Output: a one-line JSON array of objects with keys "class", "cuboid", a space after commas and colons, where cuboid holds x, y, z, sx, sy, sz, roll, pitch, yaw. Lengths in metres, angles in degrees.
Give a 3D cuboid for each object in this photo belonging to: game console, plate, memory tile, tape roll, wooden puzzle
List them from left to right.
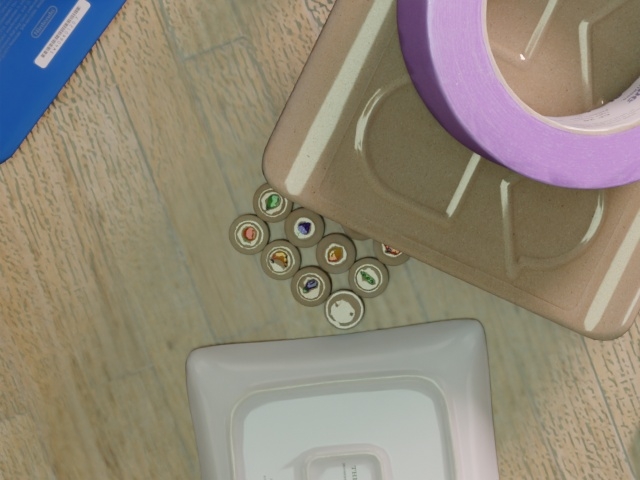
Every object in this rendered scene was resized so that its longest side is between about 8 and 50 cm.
[{"class": "game console", "cuboid": [-0.322, -0.261, 1.646, 0.250, 0.173, 0.293, 33, 100, -30]}, {"class": "memory tile", "cuboid": [0.000, 0.000, 1.647, 0.148, 0.012, 0.113, 38, 98, 0]}, {"class": "plate", "cuboid": [0.025, 0.222, 1.652, 0.278, 0.045, 0.277, -6, 96, 7]}, {"class": "wooden puzzle", "cuboid": [0.163, -0.124, 1.520, 0.348, 0.080, 0.322, 25, 94, -16]}, {"class": "tape roll", "cuboid": [0.202, -0.181, 1.431, 0.275, 0.090, 0.274, -2, 101, -12]}]
